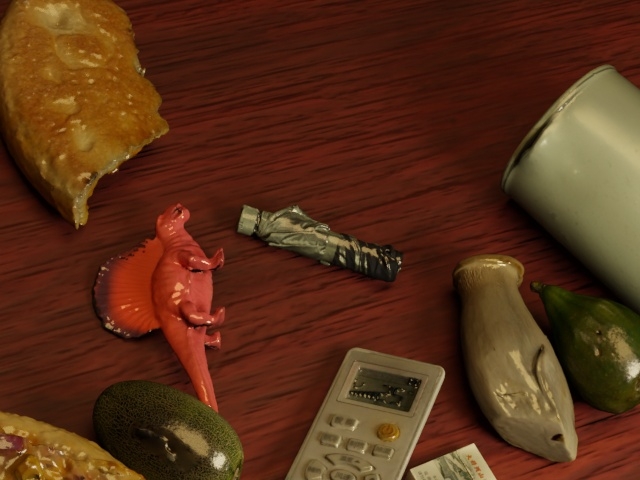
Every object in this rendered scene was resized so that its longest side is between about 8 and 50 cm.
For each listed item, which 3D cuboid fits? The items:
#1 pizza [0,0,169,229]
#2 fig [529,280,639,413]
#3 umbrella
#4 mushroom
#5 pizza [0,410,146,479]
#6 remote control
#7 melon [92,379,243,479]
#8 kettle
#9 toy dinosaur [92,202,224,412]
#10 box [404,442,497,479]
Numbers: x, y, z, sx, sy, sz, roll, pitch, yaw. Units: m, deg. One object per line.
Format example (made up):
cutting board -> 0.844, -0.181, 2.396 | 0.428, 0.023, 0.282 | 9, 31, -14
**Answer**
pizza -> -0.275, -0.169, 1.933 | 0.182, 0.074, 0.365 | -8, 57, -20
fig -> 0.297, 0.102, 1.882 | 0.117, 0.117, 0.177 | -27, 74, -31
umbrella -> 0.000, 0.000, 1.914 | 0.188, 0.046, 0.050 | 17, 59, 1
mushroom -> 0.203, 0.123, 1.854 | 0.108, 0.096, 0.247 | -8, 57, -17
pizza -> -0.350, 0.264, 1.579 | 0.409, 0.114, 0.278 | 5, 49, -11
remote control -> 0.029, 0.241, 1.742 | 0.109, 0.055, 0.313 | 11, 46, 19
melon -> -0.150, 0.195, 1.690 | 0.162, 0.099, 0.099 | 28, 52, 14
kettle -> 0.399, -0.040, 1.968 | 0.318, 0.205, 0.265 | 42, 57, 17
toy dinosaur -> -0.169, 0.083, 1.798 | 0.139, 0.070, 0.286 | 0, 58, -4
box -> 0.136, 0.249, 1.786 | 0.083, 0.024, 0.054 | -18, 61, -27
